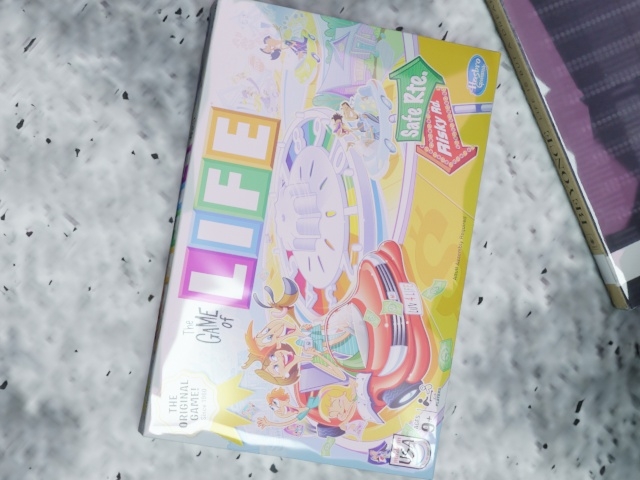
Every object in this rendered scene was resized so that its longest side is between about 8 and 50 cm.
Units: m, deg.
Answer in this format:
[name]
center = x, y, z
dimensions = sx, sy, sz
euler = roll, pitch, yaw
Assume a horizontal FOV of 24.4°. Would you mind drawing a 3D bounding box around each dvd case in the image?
[dvd case]
center = 0.141, -0.107, 0.558
dimensions = 0.164, 0.018, 0.221
euler = -24, 92, -13

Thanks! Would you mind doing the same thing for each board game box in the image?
[board game box]
center = 0.000, 0.000, 0.521
dimensions = 0.103, 0.026, 0.154
euler = 10, 86, -11
